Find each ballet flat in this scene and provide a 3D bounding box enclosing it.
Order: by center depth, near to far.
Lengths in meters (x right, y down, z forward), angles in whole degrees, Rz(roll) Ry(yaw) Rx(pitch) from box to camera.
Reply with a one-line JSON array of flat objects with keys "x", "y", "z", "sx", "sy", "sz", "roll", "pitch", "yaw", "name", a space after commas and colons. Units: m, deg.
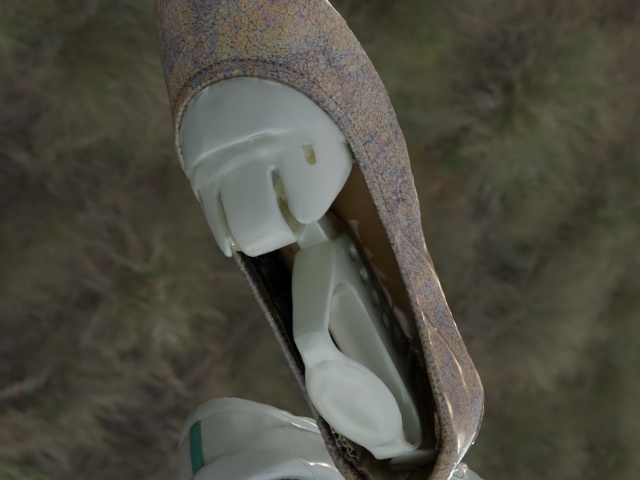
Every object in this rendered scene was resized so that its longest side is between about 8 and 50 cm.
[{"x": 0.000, "y": 0.000, "z": 0.948, "sx": 0.316, "sy": 0.107, "sz": 0.106, "roll": 62, "pitch": 27, "yaw": -21, "name": "ballet flat"}, {"x": 0.056, "y": 0.194, "z": 1.345, "sx": 0.400, "sy": 0.139, "sz": 0.139, "roll": 26, "pitch": 90, "yaw": -41, "name": "ballet flat"}]
